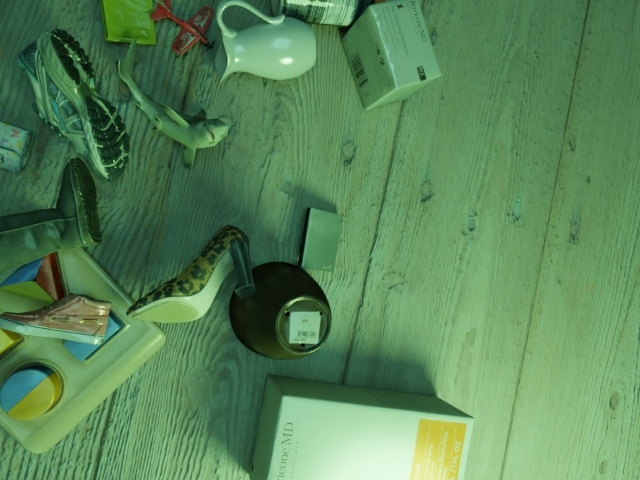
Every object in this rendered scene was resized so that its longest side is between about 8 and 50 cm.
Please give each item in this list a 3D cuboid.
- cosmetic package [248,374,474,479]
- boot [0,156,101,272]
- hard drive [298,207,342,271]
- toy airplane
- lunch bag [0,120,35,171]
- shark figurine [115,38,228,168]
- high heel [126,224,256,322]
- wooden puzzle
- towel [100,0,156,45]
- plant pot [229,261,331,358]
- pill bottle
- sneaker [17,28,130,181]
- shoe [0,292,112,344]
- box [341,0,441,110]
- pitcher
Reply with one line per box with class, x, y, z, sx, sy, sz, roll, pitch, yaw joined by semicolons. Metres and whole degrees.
cosmetic package;0.091;0.455;1.044;0.452;0.161;0.230;12;86;-17
boot;-0.522;-0.046;0.863;0.208;0.076;0.190;-13;73;1
hard drive;0.000;0.000;1.078;0.094;0.022;0.135;11;86;-37
toy airplane;-0.292;-0.456;0.995;0.151;0.028;0.152;8;74;-30
lunch bag;-0.592;-0.177;0.890;0.071;0.053;0.084;19;93;-15
shark figurine;-0.298;-0.270;0.978;0.278;0.166;0.116;36;53;3
high heel;-0.268;0.065;0.973;0.260;0.093;0.186;-15;49;-4
wooden puzzle;-0.527;0.182;0.891;0.322;0.080;0.348;-43;102;-14
towel;-0.392;-0.522;0.950;0.102;0.021;0.238;-7;99;-28
plant pot;-0.063;0.155;0.961;0.215;0.230;0.216;0;90;-18
pill bottle;0.020;-0.547;1.048;0.245;0.130;0.131;-3;90;-18
sneaker;-0.476;-0.246;0.916;0.122;0.110;0.283;-13;109;16
shoe;-0.472;0.130;0.844;0.177;0.063;0.081;14;81;-19
box;0.153;-0.413;1.061;0.118;0.182;0.181;-21;96;-16
pitcher;-0.115;-0.419;0.983;0.206;0.178;0.126;-10;61;-15
